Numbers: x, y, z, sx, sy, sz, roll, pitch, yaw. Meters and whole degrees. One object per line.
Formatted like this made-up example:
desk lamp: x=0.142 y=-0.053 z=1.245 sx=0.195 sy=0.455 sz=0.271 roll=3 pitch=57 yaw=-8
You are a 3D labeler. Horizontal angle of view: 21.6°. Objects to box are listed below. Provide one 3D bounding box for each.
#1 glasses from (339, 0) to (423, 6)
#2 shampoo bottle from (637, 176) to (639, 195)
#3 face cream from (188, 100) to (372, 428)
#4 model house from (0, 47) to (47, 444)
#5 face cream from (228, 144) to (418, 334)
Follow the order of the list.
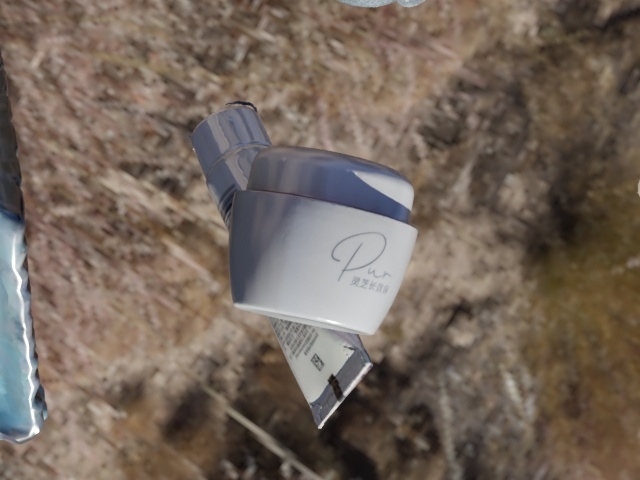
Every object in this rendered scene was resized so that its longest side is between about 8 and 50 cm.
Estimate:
glasses: x=0.056 y=-0.381 z=1.599 sx=0.234 sy=0.118 sz=0.268 roll=92 pitch=1 yaw=-51
shampoo bottle: x=0.303 y=-0.121 z=1.110 sx=0.257 sy=0.078 sz=0.127 roll=-53 pitch=161 yaw=-14
face cream: x=-0.029 y=0.009 z=1.213 sx=0.058 sy=0.243 sz=0.092 roll=-8 pitch=150 yaw=-30
model house: x=-0.337 y=-0.023 z=1.265 sx=0.297 sy=0.360 sz=0.339 roll=-33 pitch=126 yaw=6
face cream: x=0.000 y=0.000 z=1.042 sx=0.117 sy=0.117 sz=0.104 roll=20 pitch=79 yaw=-57
